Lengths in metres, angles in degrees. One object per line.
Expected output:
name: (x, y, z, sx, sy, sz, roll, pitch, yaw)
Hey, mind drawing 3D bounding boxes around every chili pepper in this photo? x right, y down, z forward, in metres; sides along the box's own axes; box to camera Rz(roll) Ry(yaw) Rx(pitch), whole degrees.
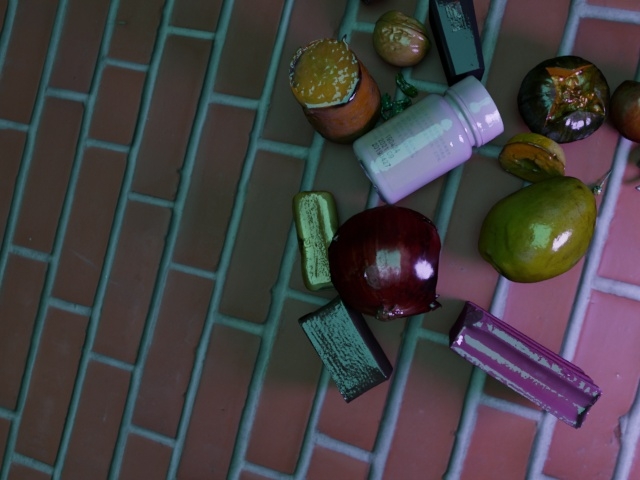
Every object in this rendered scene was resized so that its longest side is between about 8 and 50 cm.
chili pepper: (0.257, -0.463, 1.547, 0.030, 0.034, 0.091, -37, 79, -24)

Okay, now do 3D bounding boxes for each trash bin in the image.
trash bin: (0.384, -0.560, 1.452, 0.114, 0.165, 0.226, -12, 89, 11)

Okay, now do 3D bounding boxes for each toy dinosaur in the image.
toy dinosaur: (0.225, -0.382, 1.540, 0.096, 0.059, 0.133, -6, 82, 24)

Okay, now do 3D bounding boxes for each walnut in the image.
walnut: (0.235, -0.579, 1.497, 0.180, 0.144, 0.144, 21, 93, 7)

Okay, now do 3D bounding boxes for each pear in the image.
pear: (0.574, -0.028, 1.361, 0.307, 0.253, 0.253, -39, 81, -3)

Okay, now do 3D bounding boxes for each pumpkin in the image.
pumpkin: (0.653, -0.377, 1.390, 0.237, 0.159, 0.238, 0, 87, -4)

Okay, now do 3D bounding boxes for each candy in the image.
candy: (0.783, -0.161, 1.426, 0.023, 0.025, 0.083, 37, 90, 28)

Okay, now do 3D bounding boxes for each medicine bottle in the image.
medicine bottle: (0.292, -0.276, 1.438, 0.378, 0.213, 0.214, -30, 83, 10)

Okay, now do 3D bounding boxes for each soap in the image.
soap: (0.523, 0.312, 1.364, 0.359, 0.233, 0.128, 32, 97, 11)

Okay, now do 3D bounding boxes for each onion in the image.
onion: (0.171, 0.056, 1.387, 0.340, 0.341, 0.342, 0, 89, 12)

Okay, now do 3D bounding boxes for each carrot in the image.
carrot: (0.052, -0.397, 1.427, 0.224, 0.340, 0.224, -1, 88, 12)

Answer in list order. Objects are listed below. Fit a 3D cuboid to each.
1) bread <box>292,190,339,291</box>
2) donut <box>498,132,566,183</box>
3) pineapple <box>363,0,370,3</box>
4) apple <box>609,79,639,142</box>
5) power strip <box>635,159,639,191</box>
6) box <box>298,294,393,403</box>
bread: (0.000, 0.000, 1.556, 0.141, 0.091, 0.306, -9, 87, 4)
donut: (0.584, -0.226, 1.408, 0.178, 0.162, 0.066, 29, 70, 3)
pineapple: (0.194, -0.822, 1.487, 0.262, 0.262, 0.272, 45, 110, 10)
apple: (0.853, -0.336, 1.338, 0.195, 0.173, 0.160, 17, 90, 15)
power strip: (0.957, -0.233, 1.374, 0.288, 0.053, 0.093, -39, 83, 9)
box: (0.077, 0.300, 1.487, 0.143, 0.184, 0.273, -32, 81, 8)
